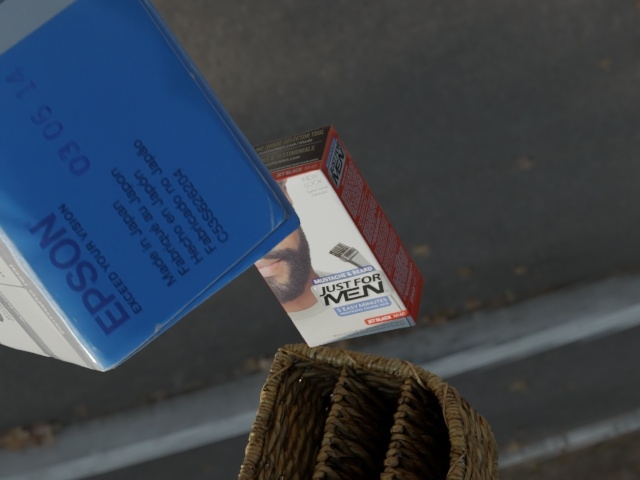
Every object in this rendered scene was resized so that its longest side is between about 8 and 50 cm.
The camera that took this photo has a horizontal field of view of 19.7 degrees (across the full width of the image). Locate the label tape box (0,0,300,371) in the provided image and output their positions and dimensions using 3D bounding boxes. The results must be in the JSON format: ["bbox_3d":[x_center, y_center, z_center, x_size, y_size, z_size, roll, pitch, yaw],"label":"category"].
[{"bbox_3d":[-0.172,-0.074,0.818,0.106,0.240,0.334,-39,-165,-18],"label":"label tape box"}]

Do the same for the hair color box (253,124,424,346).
[{"bbox_3d":[0.000,0.000,1.363,0.093,0.053,0.167,-14,129,25],"label":"hair color box"}]

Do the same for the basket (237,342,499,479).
[{"bbox_3d":[0.056,0.275,2.044,0.213,0.299,0.223,-12,137,37],"label":"basket"}]
